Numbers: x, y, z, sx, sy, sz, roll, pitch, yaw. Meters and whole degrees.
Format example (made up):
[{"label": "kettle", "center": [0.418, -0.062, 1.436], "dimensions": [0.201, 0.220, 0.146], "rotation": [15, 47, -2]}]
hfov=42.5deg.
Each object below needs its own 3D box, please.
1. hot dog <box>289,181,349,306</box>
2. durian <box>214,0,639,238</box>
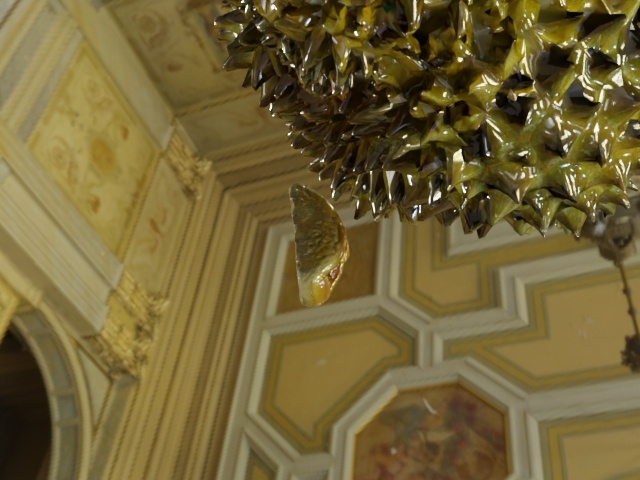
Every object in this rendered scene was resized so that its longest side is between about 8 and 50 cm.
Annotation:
[{"label": "hot dog", "center": [0.000, 0.000, 0.503], "dimensions": [0.034, 0.030, 0.090], "rotation": [-5, -133, -1]}, {"label": "durian", "center": [0.076, -0.128, 0.420], "dimensions": [0.258, 0.293, 0.258], "rotation": [-13, -122, 21]}]
